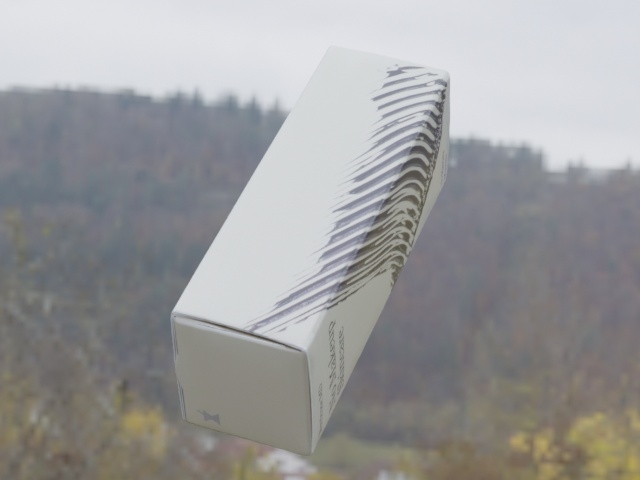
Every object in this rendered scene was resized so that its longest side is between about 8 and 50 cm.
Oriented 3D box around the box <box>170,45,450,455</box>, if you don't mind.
[{"bbox_3d":[0.000,0.000,1.249,0.094,0.275,0.113,14,-41,15],"label":"box"}]
